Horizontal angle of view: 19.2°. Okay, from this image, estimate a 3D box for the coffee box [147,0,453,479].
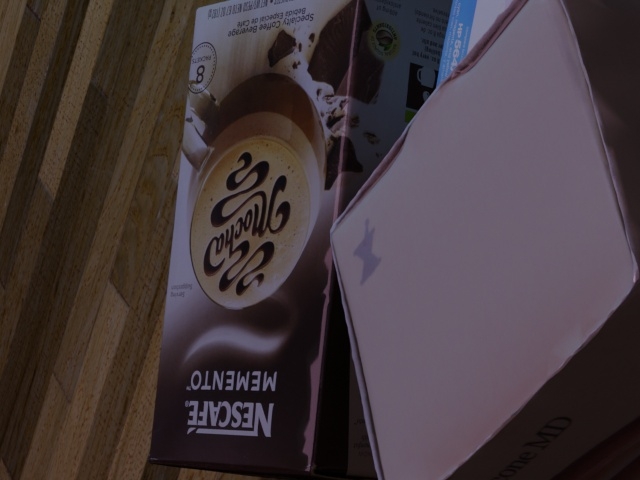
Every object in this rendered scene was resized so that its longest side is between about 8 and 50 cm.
[{"bbox_3d":[0.000,0.000,1.172,0.168,0.119,0.297,-5,77,49],"label":"coffee box"}]

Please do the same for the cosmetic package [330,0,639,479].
[{"bbox_3d":[0.172,0.029,0.671,0.153,0.296,0.129,-52,37,43],"label":"cosmetic package"}]

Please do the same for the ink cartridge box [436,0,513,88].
[{"bbox_3d":[0.141,-0.107,0.997,0.143,0.092,0.090,21,100,63],"label":"ink cartridge box"}]
